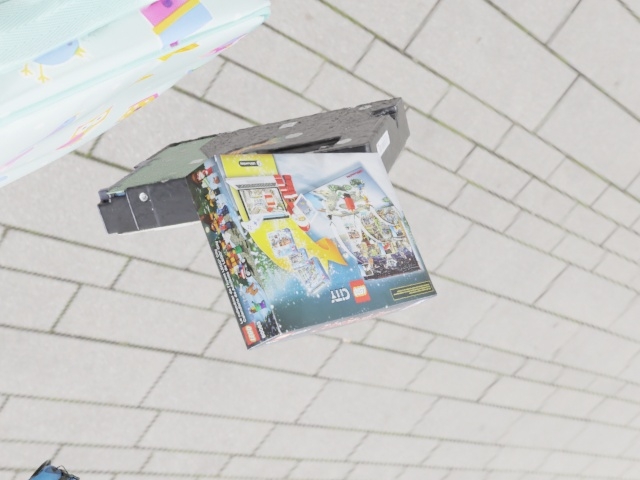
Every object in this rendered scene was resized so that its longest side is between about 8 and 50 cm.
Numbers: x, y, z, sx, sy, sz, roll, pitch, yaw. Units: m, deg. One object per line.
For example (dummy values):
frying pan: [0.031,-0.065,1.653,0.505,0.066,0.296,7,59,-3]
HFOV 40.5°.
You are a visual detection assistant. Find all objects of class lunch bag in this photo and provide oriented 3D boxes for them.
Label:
lunch bag: [-0.172,-0.096,0.458,0.279,0.224,0.107,-35,100,-30]

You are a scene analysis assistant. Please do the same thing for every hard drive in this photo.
hard drive: [-0.073,-0.092,1.065,0.339,0.237,0.064,-8,109,17]

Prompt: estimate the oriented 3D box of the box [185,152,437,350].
box: [0.000,0.000,0.792,0.044,0.159,0.233,-29,166,38]

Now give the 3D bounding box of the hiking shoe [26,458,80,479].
hiking shoe: [-0.353,0.370,1.223,0.304,0.132,0.113,9,151,-41]
